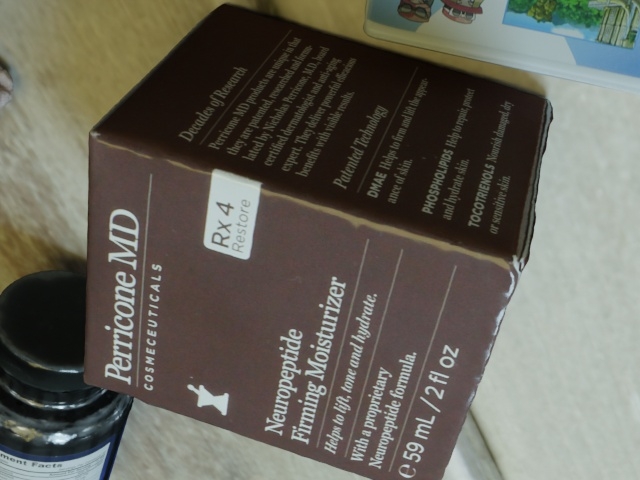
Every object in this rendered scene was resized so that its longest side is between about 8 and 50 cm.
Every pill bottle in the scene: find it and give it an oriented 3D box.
[{"bbox_3d":[-0.207,0.131,0.709,0.122,0.123,0.219,24,127,1],"label":"pill bottle"}]

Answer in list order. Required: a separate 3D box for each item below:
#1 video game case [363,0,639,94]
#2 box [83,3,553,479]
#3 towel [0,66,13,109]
[{"bbox_3d":[0.197,-0.195,0.400,0.328,0.036,0.300,14,127,8],"label":"video game case"},{"bbox_3d":[0.000,0.000,0.519,0.203,0.167,0.169,17,127,7],"label":"box"},{"bbox_3d":[-0.412,-0.139,0.633,0.331,0.053,0.317,-26,113,32],"label":"towel"}]
